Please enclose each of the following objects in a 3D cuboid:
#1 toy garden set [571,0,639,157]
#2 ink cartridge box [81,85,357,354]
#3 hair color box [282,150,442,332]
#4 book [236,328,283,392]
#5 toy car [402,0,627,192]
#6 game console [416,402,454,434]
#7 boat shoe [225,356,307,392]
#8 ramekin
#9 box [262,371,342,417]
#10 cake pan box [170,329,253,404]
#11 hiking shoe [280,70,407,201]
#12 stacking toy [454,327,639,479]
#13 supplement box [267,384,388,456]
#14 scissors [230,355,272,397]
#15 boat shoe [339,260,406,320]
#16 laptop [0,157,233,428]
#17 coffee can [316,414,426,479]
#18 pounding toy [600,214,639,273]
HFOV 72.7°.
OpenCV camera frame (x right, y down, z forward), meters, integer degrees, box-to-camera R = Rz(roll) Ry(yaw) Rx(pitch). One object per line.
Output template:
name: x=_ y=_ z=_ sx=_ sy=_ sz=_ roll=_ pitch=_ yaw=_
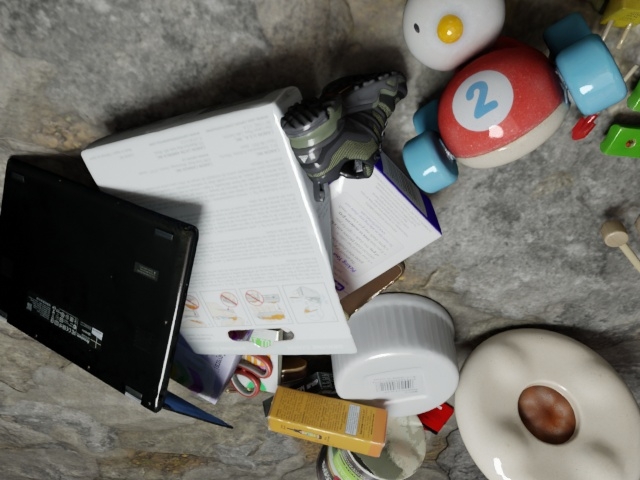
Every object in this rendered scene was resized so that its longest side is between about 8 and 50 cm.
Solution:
toy garden set: x=0.429 y=-0.230 z=0.567 sx=0.204 sy=0.049 sz=0.244 roll=4 pitch=131 yaw=-6
ink cartridge box: x=-0.124 y=0.003 z=0.645 sx=0.309 sy=0.091 sz=0.384 roll=-6 pitch=120 yaw=22
hair color box: x=0.000 y=0.000 z=0.719 sx=0.339 sy=0.110 sz=0.185 roll=-36 pitch=120 yaw=24
book: x=-0.131 y=0.248 z=0.931 sx=0.097 sy=0.035 sz=0.144 roll=5 pitch=102 yaw=12
toy car: x=0.162 y=-0.218 z=0.490 sx=0.219 sy=0.210 sz=0.238 roll=-27 pitch=113 yaw=34
game console: x=0.259 y=0.450 z=1.159 sx=0.144 sy=0.085 sz=0.124 roll=38 pitch=89 yaw=-28
boat shoe: x=-0.128 y=0.309 z=0.992 sx=0.207 sy=0.073 sz=0.072 roll=-6 pitch=97 yaw=14
ramekin: x=0.153 y=0.251 z=0.912 sx=0.278 sy=0.135 sz=0.277 roll=0 pitch=130 yaw=0
box: x=-0.007 y=0.367 z=1.028 sx=0.184 sy=0.045 sz=0.191 roll=-34 pitch=145 yaw=27
cake pan box: x=-0.261 y=0.168 z=0.835 sx=0.246 sy=0.070 sz=0.266 roll=29 pitch=126 yaw=2
hiking shoe: x=0.040 y=-0.137 z=0.543 sx=0.086 sy=0.227 sz=0.114 roll=11 pitch=127 yaw=38
stacking toy: x=0.454 y=0.442 z=1.019 sx=0.351 sy=0.350 sz=0.479 roll=-2 pitch=148 yaw=2
supplement box: x=0.014 y=0.366 z=0.885 sx=0.234 sy=0.080 sz=0.078 roll=10 pitch=136 yaw=4
scissors: x=-0.243 y=0.240 z=0.937 sx=0.297 sy=0.021 sz=0.108 roll=24 pitch=110 yaw=11
boat shoe: x=0.051 y=0.110 z=0.818 sx=0.258 sy=0.095 sz=0.095 roll=-34 pitch=122 yaw=25
laptop: x=-0.324 y=0.112 z=0.739 sx=0.382 sy=0.236 sz=0.407 roll=19 pitch=101 yaw=21
coffee can: x=0.117 y=0.533 z=1.091 sx=0.202 sy=0.201 sz=0.275 roll=10 pitch=134 yaw=-8
pounding toy: x=0.566 y=-0.028 z=0.712 sx=0.206 sy=0.094 sz=0.180 roll=5 pitch=135 yaw=8
